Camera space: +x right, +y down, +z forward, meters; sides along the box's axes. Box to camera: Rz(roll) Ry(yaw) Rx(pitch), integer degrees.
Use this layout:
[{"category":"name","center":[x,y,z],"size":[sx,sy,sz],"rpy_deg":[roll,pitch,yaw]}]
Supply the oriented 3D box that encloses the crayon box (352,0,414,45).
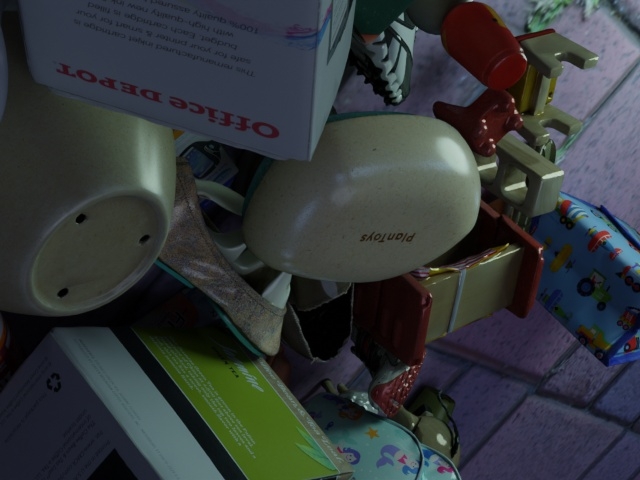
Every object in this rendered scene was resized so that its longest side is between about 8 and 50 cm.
[{"category":"crayon box","center":[0.078,-0.335,1.166],"size":[0.318,0.202,0.081],"rpy_deg":[-43,149,2]}]

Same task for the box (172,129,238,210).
[{"category":"box","center":[-0.133,-0.074,1.417],"size":[0.081,0.028,0.136],"rpy_deg":[-40,151,-4]}]

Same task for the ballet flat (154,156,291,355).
[{"category":"ballet flat","center":[-0.088,0.019,1.434],"size":[0.106,0.107,0.316],"rpy_deg":[-37,144,4]}]

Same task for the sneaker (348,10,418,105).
[{"category":"sneaker","center":[0.071,-0.220,1.418],"size":[0.106,0.078,0.234],"rpy_deg":[-36,146,-6]}]

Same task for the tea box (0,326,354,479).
[{"category":"tea box","center":[-0.202,0.272,1.443],"size":[0.329,0.220,0.323],"rpy_deg":[-48,156,17]}]

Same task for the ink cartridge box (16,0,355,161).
[{"category":"ink cartridge box","center":[-0.087,-0.210,0.969],"size":[0.306,0.226,0.131],"rpy_deg":[97,12,-61]}]

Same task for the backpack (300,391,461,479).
[{"category":"backpack","center":[0.043,0.318,1.720],"size":[0.225,0.254,0.191],"rpy_deg":[-55,166,-35]}]

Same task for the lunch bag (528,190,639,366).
[{"category":"lunch bag","center":[0.427,0.056,2.019],"size":[0.293,0.221,0.138],"rpy_deg":[6,125,-51]}]

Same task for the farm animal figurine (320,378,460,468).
[{"category":"farm animal figurine","center":[0.095,0.359,1.976],"size":[0.330,0.172,0.326],"rpy_deg":[11,120,-32]}]

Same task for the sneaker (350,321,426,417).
[{"category":"sneaker","center":[0.074,0.140,1.763],"size":[0.225,0.093,0.088],"rpy_deg":[-73,-174,-70]}]

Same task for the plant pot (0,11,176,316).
[{"category":"plant pot","center":[-0.228,-0.048,1.184],"size":[0.284,0.191,0.284],"rpy_deg":[-30,147,-21]}]

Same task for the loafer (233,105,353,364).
[{"category":"loafer","center":[0.000,0.000,1.556],"size":[0.134,0.130,0.366],"rpy_deg":[-31,147,-20]}]

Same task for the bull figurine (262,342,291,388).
[{"category":"bull figurine","center":[-0.130,0.254,1.731],"size":[0.188,0.101,0.310],"rpy_deg":[-35,151,-58]}]

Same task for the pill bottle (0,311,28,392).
[{"category":"pill bottle","center":[-0.323,0.120,1.381],"size":[0.086,0.086,0.152],"rpy_deg":[-35,148,-13]}]

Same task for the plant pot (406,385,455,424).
[{"category":"plant pot","center":[0.157,0.257,2.110],"size":[0.083,0.083,0.079],"rpy_deg":[19,101,-56]}]

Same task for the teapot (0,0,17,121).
[{"category":"teapot","center":[-0.334,-0.151,0.956],"size":[0.253,0.187,0.256],"rpy_deg":[-8,161,-4]}]

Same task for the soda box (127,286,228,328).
[{"category":"soda box","center":[-0.185,0.125,1.570],"size":[0.183,0.058,0.063],"rpy_deg":[-36,148,-13]}]

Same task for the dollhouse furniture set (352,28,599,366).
[{"category":"dollhouse furniture set","center":[0.157,-0.062,1.662],"size":[0.201,0.152,0.374],"rpy_deg":[-18,132,-34]}]

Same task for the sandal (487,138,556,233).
[{"category":"sandal","center":[0.233,-0.035,1.851],"size":[0.090,0.060,0.219],"rpy_deg":[-14,127,-62]}]

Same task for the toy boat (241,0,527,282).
[{"category":"toy boat","center":[0.070,-0.102,1.371],"size":[0.267,0.148,0.318],"rpy_deg":[5,128,-43]}]
